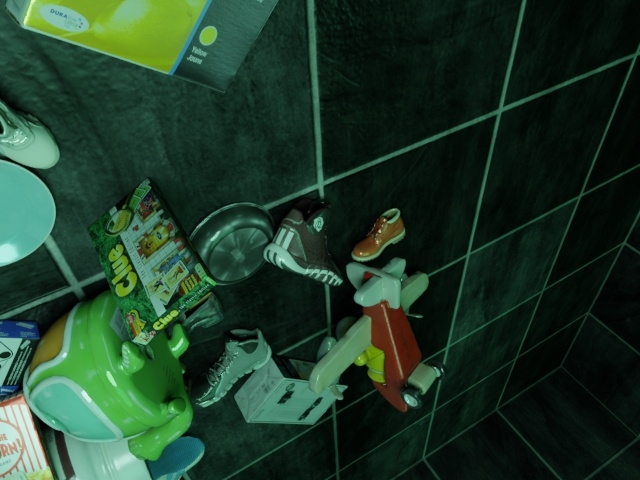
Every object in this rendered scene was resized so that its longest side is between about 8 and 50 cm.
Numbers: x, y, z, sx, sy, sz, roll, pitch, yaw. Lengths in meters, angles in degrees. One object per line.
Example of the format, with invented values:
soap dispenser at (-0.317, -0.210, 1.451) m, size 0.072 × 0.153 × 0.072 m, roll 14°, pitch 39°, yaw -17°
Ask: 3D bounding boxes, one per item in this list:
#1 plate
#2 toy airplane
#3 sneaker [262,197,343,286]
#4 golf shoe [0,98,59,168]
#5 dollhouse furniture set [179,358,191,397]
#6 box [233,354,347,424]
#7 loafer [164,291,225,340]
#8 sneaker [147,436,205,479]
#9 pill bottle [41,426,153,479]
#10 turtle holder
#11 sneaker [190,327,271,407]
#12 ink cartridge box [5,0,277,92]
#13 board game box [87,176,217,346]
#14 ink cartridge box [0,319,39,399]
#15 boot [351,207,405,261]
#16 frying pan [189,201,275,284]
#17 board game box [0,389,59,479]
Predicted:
plate at (-0.479, -0.039, 0.737) m, size 0.188 × 0.024 × 0.188 m, roll -22°, pitch 137°, yaw -21°
toy airplane at (0.134, 0.224, 1.339) m, size 0.386 × 0.272 × 0.385 m, roll 23°, pitch 72°, yaw -39°
sneaker at (0.000, 0.000, 1.111) m, size 0.281 × 0.106 × 0.163 m, roll 24°, pitch 89°, yaw -63°
golf shoe at (-0.401, -0.139, 0.659) m, size 0.069 × 0.086 × 0.176 m, roll -41°, pitch 143°, yaw -3°
dollhouse furniture set at (-0.363, 0.301, 1.149) m, size 0.144 × 0.123 × 0.151 m, roll -42°, pitch 106°, yaw 1°
box at (-0.076, 0.420, 1.447) m, size 0.169 × 0.087 × 0.290 m, roll -51°, pitch 140°, yaw 12°
loafer at (-0.283, 0.161, 1.068) m, size 0.170 × 0.062 × 0.061 m, roll -27°, pitch 117°, yaw -22°
sneaker at (-0.392, 0.589, 1.358) m, size 0.228 × 0.087 × 0.092 m, roll -35°, pitch 148°, yaw 4°
pill bottle at (-0.548, 0.492, 1.020) m, size 0.392 × 0.224 × 0.224 m, roll -20°, pitch 137°, yaw -23°
turtle holder at (-0.362, 0.243, 0.936) m, size 0.227 × 0.243 × 0.320 m, roll -25°, pitch 146°, yaw 3°
sneaker at (-0.225, 0.276, 1.206) m, size 0.228 × 0.086 × 0.132 m, roll -34°, pitch 137°, yaw -25°
ink cartridge box at (-0.157, -0.349, 0.613) m, size 0.303 × 0.072 × 0.307 m, roll 0°, pitch 133°, yaw -55°
board game box at (-0.262, 0.021, 0.782) m, size 0.136 × 0.260 × 0.030 m, roll -43°, pitch 141°, yaw 1°
ink cartridge box at (-0.568, 0.227, 0.895) m, size 0.097 × 0.046 × 0.207 m, roll 14°, pitch 117°, yaw -44°
boot at (0.133, -0.015, 1.240) m, size 0.158 × 0.059 × 0.085 m, roll -35°, pitch 139°, yaw -21°
frying pan at (-0.224, 0.039, 1.006) m, size 0.326 × 0.053 × 0.197 m, roll -25°, pitch 138°, yaw -24°
board game box at (-0.548, 0.373, 0.885) m, size 0.146 × 0.045 × 0.194 m, roll -19°, pitch 95°, yaw -23°
